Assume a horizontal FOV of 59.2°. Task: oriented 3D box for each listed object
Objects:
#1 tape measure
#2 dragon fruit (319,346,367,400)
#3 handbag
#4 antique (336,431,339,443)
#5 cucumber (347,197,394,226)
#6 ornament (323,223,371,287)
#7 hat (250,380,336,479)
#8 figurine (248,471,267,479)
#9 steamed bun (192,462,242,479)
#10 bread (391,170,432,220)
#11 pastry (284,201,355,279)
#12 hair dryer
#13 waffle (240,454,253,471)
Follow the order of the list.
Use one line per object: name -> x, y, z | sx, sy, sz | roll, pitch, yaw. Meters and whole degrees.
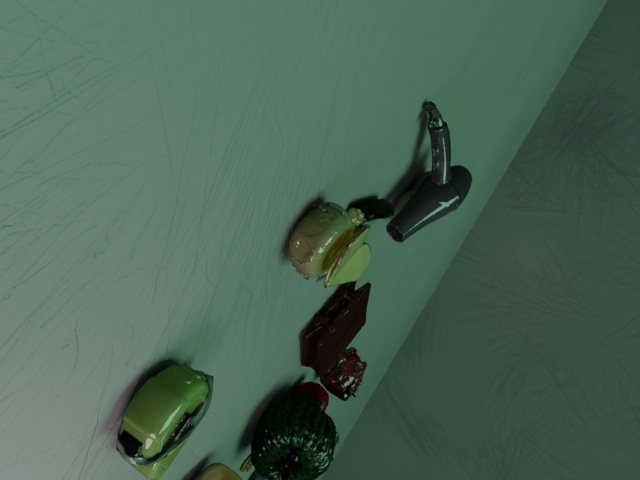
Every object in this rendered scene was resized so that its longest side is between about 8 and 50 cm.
tape measure -> -0.258, 0.299, 0.952 | 0.200, 0.106, 0.175 | -52, 164, -20
dragon fruit -> 0.088, 0.461, 1.980 | 0.172, 0.160, 0.166 | -51, 118, -27
handbag -> 0.049, 0.259, 1.672 | 0.260, 0.084, 0.275 | -47, 158, -24
antique -> -0.025, 0.786, 2.223 | 0.148, 0.147, 0.151 | -47, 157, -24
cucumber -> 0.121, -0.072, 1.373 | 0.187, 0.058, 0.058 | -15, 135, -60
ornament -> 0.064, 0.050, 1.427 | 0.180, 0.059, 0.201 | -48, 156, -21
hat -> -0.068, 0.543, 1.698 | 0.274, 0.242, 0.332 | -43, -166, 31
figurine -> -0.194, 0.814, 1.981 | 0.149, 0.086, 0.087 | -42, 118, -9
steamed bun -> -0.290, 0.663, 1.416 | 0.155, 0.141, 0.172 | -44, 179, 43
bread -> 0.280, -0.104, 1.671 | 0.232, 0.064, 0.172 | -48, 147, -29
pastry -> 0.000, 0.000, 1.142 | 0.166, 0.088, 0.165 | -46, 160, -22
hair dryer -> 0.278, -0.192, 1.462 | 0.301, 0.121, 0.361 | -38, 136, -27
waffle -> -0.229, 0.715, 1.813 | 0.078, 0.016, 0.085 | -62, 161, 1
